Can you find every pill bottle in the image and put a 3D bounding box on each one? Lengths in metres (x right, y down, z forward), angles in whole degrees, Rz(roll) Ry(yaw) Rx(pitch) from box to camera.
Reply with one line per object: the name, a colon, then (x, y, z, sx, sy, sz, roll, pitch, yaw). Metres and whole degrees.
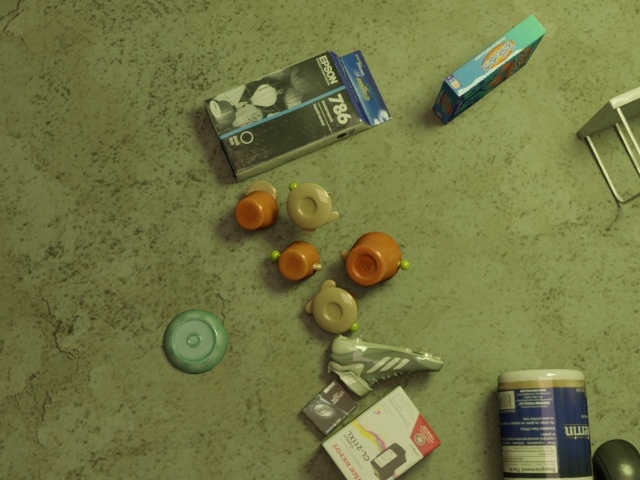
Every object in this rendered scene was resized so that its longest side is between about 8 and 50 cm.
pill bottle: (0.391, 0.360, 1.608, 0.153, 0.153, 0.265, -1, 79, -1)

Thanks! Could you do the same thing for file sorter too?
file sorter: (0.662, -0.209, 1.713, 0.277, 0.193, 0.173, -24, 82, -5)

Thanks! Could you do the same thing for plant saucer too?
plant saucer: (-0.231, 0.185, 1.703, 0.119, 0.021, 0.119, 0, 79, 0)

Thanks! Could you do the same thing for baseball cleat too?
baseball cleat: (0.116, 0.235, 1.680, 0.205, 0.072, 0.110, 10, 85, 11)

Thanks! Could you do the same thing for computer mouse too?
computer mouse: (0.599, 0.473, 1.634, 0.184, 0.060, 0.262, -12, 79, -3)

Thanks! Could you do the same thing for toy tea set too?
toy tea set: (0.000, 0.000, 1.719, 0.336, 0.124, 0.200, 48, 111, 5)

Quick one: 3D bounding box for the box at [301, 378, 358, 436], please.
box: (0.018, 0.303, 1.682, 0.083, 0.018, 0.067, -42, 82, -8)

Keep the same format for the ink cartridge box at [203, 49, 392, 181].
ink cartridge box: (-0.041, -0.251, 1.777, 0.332, 0.065, 0.165, -24, 79, -6)

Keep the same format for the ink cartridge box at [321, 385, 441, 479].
ink cartridge box: (0.106, 0.362, 1.644, 0.175, 0.072, 0.127, -36, 81, -8)

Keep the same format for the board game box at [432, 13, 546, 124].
board game box: (0.315, -0.319, 1.746, 0.210, 0.160, 0.047, -38, 82, -7)
